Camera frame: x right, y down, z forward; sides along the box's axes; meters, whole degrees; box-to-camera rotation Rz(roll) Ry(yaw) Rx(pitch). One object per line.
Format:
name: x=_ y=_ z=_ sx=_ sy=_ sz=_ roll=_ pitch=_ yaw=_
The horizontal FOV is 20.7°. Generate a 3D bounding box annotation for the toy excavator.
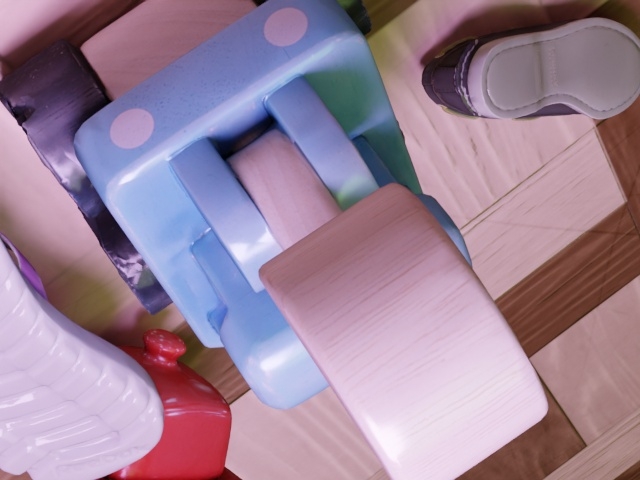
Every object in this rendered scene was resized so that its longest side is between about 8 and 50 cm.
toy excavator: x=0.000 y=0.000 z=1.017 sx=0.222 sy=0.445 sz=0.433 roll=-34 pitch=150 yaw=-5

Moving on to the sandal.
sandal: x=-0.255 y=0.039 z=1.161 sx=0.169 sy=0.102 sz=0.416 roll=-26 pitch=138 yaw=10

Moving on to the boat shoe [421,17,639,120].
boat shoe: x=0.174 y=-0.136 z=1.390 sx=0.227 sy=0.068 sz=0.081 roll=-8 pitch=100 yaw=-46

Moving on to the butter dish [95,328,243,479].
butter dish: x=-0.139 y=0.127 z=1.380 sx=0.160 sy=0.160 sz=0.118 roll=6 pitch=107 yaw=-51
